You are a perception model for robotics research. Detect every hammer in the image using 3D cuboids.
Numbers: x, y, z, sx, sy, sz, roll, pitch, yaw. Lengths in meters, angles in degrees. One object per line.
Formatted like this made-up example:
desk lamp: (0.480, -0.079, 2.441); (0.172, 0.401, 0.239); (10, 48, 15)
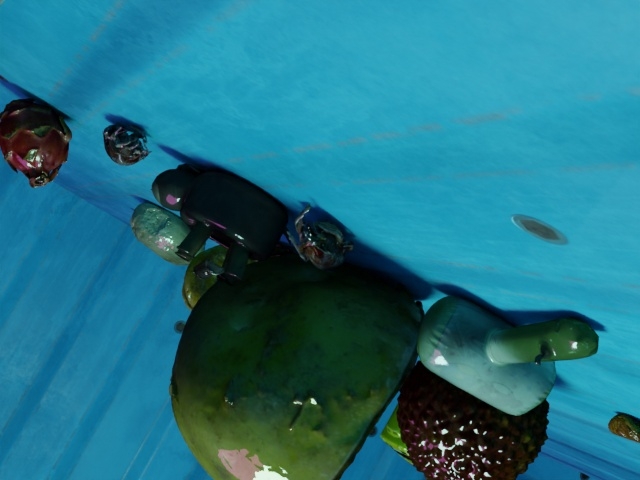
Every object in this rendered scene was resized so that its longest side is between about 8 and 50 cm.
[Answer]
hammer: (0.262, 0.146, 1.118); (0.206, 0.119, 0.335); (28, 165, -7)

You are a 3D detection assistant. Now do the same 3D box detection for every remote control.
remote control: (-0.166, 0.044, 1.236); (0.034, 0.016, 0.091); (26, 164, -14)

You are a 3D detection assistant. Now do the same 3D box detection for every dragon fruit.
dragon fruit: (-0.515, -0.180, 1.539); (0.133, 0.166, 0.136); (-16, 165, -3)

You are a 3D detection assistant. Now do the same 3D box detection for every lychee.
lychee: (0.267, 0.311, 1.501); (0.276, 0.304, 0.275); (7, -163, -2)

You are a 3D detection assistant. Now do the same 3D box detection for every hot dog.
hot dog: (0.533, 0.324, 1.459); (0.058, 0.035, 0.083); (30, 170, -12)

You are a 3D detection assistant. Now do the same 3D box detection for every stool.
stool: (-0.160, -0.024, 1.310); (0.228, 0.139, 0.153); (18, 164, 36)

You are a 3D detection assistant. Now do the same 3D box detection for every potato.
potato: (-0.063, 0.188, 1.355); (0.319, 0.385, 0.442); (34, -152, -6)

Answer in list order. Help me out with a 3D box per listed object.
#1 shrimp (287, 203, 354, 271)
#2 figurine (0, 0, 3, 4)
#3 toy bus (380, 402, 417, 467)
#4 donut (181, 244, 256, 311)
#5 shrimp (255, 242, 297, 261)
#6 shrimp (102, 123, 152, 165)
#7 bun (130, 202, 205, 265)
shrimp: (0.000, 0.001, 1.207); (0.073, 0.075, 0.190); (59, -172, 18)
figurine: (-0.382, -0.268, 0.819); (0.146, 0.081, 0.098); (35, 169, -34)
toy bus: (0.258, 0.396, 1.975); (0.150, 0.262, 0.128); (36, 168, -24)
donut: (-0.192, 0.118, 1.977); (0.261, 0.208, 0.128); (31, 164, 9)
shrimp: (-0.132, 0.004, 1.641); (0.222, 0.054, 0.290); (36, 172, -39)
shrimp: (-0.294, -0.147, 1.300); (0.057, 0.065, 0.165); (-4, -173, -36)
bun: (-0.400, -0.007, 2.214); (0.221, 0.108, 0.221); (27, 171, 5)
